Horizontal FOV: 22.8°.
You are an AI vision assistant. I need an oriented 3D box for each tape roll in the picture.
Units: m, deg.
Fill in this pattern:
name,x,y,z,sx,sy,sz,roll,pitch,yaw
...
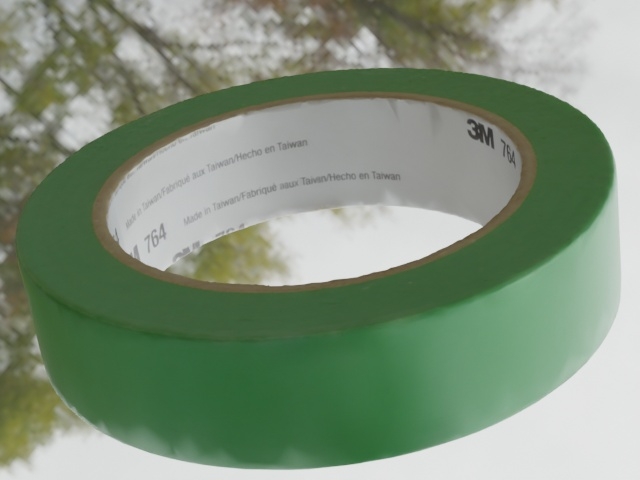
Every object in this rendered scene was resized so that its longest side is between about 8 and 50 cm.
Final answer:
name,x,y,z,sx,sy,sz,roll,pitch,yaw
tape roll,0.000,0.000,0.861,0.321,0.077,0.321,-6,-152,3
